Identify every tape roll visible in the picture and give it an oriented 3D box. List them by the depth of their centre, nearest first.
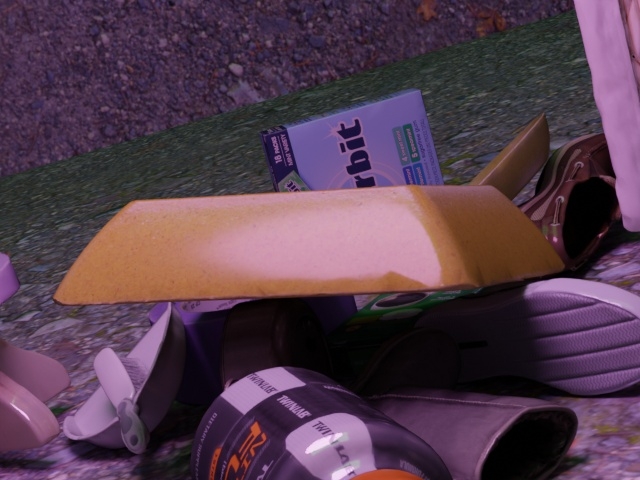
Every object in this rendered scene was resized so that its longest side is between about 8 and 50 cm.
[{"bbox_3d":[-0.058,0.081,1.818,0.189,0.080,0.189,-15,12,3],"label":"tape roll"}]

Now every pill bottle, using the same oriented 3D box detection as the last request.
[{"bbox_3d":[0.007,0.163,1.233,0.130,0.130,0.246,-18,12,-14],"label":"pill bottle"}]

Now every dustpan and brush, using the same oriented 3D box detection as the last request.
[{"bbox_3d":[-0.161,0.135,1.668,0.147,0.060,0.211,-49,32,6],"label":"dustpan and brush"}]

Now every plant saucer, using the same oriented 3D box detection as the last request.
[{"bbox_3d":[0.000,0.000,1.576,0.333,0.081,0.333,-3,1,19],"label":"plant saucer"},{"bbox_3d":[0.148,-0.028,1.944,0.241,0.037,0.241,-46,0,0],"label":"plant saucer"}]

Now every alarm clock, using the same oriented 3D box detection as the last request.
[{"bbox_3d":[-0.034,0.111,1.513,0.064,0.129,0.192,-10,5,21],"label":"alarm clock"}]

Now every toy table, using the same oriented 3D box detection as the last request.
[{"bbox_3d":[-0.348,0.117,1.757,0.252,0.161,0.274,-30,14,-32],"label":"toy table"}]

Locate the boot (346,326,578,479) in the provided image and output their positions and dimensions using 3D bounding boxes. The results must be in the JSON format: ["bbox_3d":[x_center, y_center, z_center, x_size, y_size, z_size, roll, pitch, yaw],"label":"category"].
[{"bbox_3d":[0.102,0.123,1.440,0.208,0.076,0.189,-11,25,50],"label":"boot"}]

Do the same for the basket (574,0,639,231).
[{"bbox_3d":[0.368,-0.225,1.794,0.266,0.331,0.328,-14,14,13],"label":"basket"}]

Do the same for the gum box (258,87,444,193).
[{"bbox_3d":[0.041,-0.071,2.205,0.184,0.157,0.041,-17,11,-8],"label":"gum box"}]

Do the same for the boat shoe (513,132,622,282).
[{"bbox_3d":[0.261,-0.032,1.919,0.095,0.095,0.257,-12,23,38],"label":"boat shoe"}]

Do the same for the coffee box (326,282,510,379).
[{"bbox_3d":[0.089,0.073,1.766,0.113,0.040,0.184,-7,14,30],"label":"coffee box"}]

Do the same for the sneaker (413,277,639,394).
[{"bbox_3d":[0.185,0.063,1.562,0.091,0.094,0.258,-28,17,-37],"label":"sneaker"}]
